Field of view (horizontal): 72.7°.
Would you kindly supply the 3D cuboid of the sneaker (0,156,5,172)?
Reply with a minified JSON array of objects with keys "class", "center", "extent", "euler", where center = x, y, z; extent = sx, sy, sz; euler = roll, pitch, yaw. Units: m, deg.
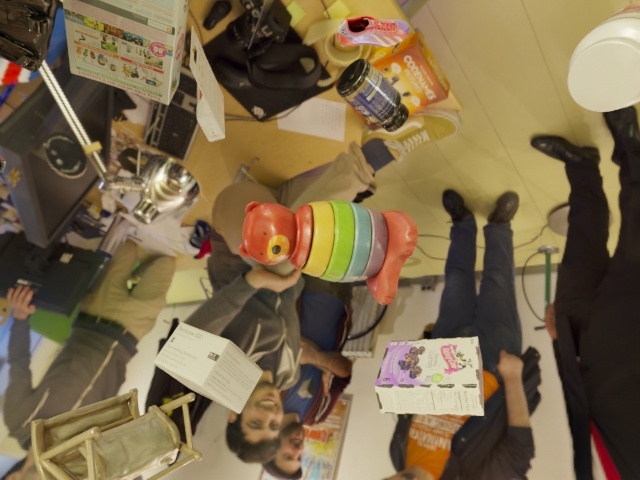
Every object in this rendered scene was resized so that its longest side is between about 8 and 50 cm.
[{"class":"sneaker","center":[-0.874,-0.116,0.998],"extent":[0.148,0.350,0.131],"euler":[28,135,-17]}]

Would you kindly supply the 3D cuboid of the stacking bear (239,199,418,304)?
[{"class":"stacking bear","center":[0.000,0.000,0.799],"extent":[0.288,0.164,0.176],"euler":[8,119,-17]}]

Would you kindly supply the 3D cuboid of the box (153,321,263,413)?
[{"class":"box","center":[-0.272,0.313,1.074],"extent":[0.180,0.119,0.182],"euler":[9,146,34]}]

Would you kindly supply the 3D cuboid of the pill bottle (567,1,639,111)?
[{"class":"pill bottle","center":[0.313,-0.188,0.449],"extent":[0.086,0.152,0.086],"euler":[28,138,29]}]

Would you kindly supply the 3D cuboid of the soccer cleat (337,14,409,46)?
[{"class":"soccer cleat","center":[0.171,-0.650,1.341],"extent":[0.247,0.083,0.095],"euler":[-10,175,-13]}]

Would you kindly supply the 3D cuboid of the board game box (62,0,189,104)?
[{"class":"board game box","center":[-0.407,-0.467,0.922],"extent":[0.223,0.098,0.303],"euler":[16,140,-14]}]

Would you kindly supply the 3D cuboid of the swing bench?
[{"class":"swing bench","center":[-0.453,0.452,0.979],"extent":[0.254,0.166,0.253],"euler":[-11,175,33]}]

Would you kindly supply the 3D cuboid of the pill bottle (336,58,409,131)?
[{"class":"pill bottle","center":[0.161,-0.422,1.293],"extent":[0.219,0.123,0.122],"euler":[31,148,-33]}]

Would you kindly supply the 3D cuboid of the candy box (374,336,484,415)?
[{"class":"candy box","center":[0.225,0.271,0.884],"extent":[0.196,0.165,0.070],"euler":[-8,107,22]}]

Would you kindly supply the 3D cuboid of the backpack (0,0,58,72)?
[{"class":"backpack","center":[-0.591,-0.460,0.644],"extent":[0.355,0.274,0.290],"euler":[7,166,-35]}]

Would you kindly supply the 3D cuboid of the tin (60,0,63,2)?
[{"class":"tin","center":[-0.584,-0.597,1.027],"extent":[0.189,0.040,0.106],"euler":[37,148,18]}]

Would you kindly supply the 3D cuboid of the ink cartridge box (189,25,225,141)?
[{"class":"ink cartridge box","center":[-0.323,-0.416,1.175],"extent":[0.066,0.189,0.232],"euler":[-15,146,7]}]
